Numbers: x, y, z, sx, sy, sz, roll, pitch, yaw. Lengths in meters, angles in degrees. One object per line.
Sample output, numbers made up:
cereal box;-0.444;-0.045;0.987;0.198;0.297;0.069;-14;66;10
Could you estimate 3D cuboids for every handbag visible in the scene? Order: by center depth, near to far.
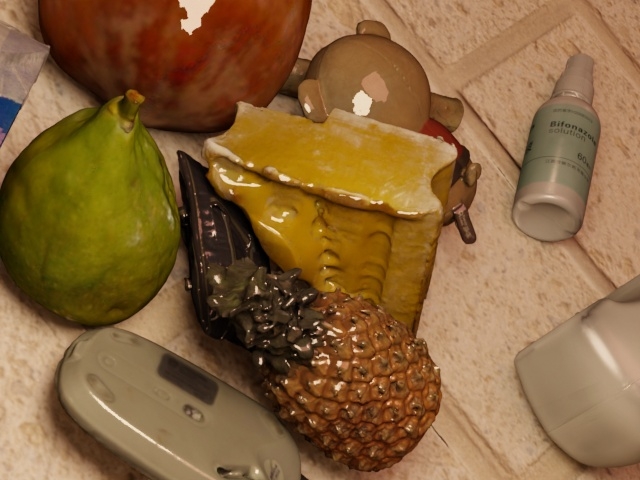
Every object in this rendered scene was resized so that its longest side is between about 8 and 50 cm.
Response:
handbag;-0.117;0.028;1.800;0.211;0.089;0.254;39;37;-63

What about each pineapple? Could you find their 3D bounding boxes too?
pineapple;-0.012;0.135;1.705;0.362;0.202;0.202;36;45;-44

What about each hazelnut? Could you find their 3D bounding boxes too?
hazelnut;-0.182;-0.325;1.869;0.366;0.366;0.365;16;56;-25

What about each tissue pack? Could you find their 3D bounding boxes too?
tissue pack;0.460;0.180;2.025;0.333;0.229;0.236;-25;80;-39

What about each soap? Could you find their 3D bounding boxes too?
soap;0.000;0.000;1.860;0.304;0.338;0.169;16;49;8

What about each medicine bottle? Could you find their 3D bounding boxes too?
medicine bottle;0.384;-0.161;2.255;0.110;0.110;0.351;30;51;-15

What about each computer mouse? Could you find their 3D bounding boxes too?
computer mouse;-0.166;0.228;1.684;0.331;0.095;0.197;34;27;-8

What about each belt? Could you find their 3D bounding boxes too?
belt;-0.432;-0.110;1.639;0.117;0.212;0.347;29;56;-14

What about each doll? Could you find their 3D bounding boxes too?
doll;0.105;-0.137;1.989;0.330;0.174;0.235;52;51;-15

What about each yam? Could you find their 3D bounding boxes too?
yam;0.073;-0.212;2.111;0.317;0.071;0.067;11;54;-27

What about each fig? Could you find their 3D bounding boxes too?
fig;-0.244;-0.056;1.682;0.233;0.314;0.233;32;23;-15

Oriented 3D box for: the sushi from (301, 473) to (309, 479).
sushi;0.017;0.406;1.729;0.215;0.050;0.192;42;49;-5
